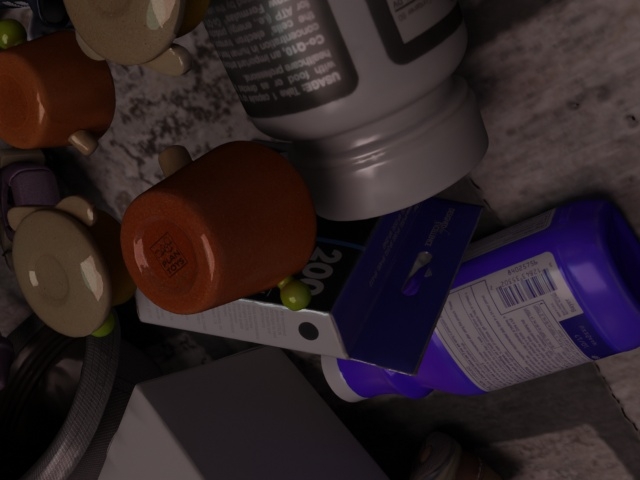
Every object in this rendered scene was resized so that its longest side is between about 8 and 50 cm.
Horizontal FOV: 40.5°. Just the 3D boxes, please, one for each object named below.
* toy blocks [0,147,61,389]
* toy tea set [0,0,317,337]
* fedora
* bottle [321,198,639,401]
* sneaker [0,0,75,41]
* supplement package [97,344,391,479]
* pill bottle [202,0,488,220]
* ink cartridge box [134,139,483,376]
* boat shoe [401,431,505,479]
[{"bbox_3d":[-0.360,0.105,0.755,0.260,0.309,0.288,50,136,39],"label":"toy blocks"},{"bbox_3d":[-0.110,-0.100,0.533,0.200,0.124,0.335,3,109,33],"label":"toy tea set"},{"bbox_3d":[-0.263,0.184,0.920,0.275,0.243,0.124,-32,133,33],"label":"fedora"},{"bbox_3d":[0.125,0.066,0.709,0.283,0.092,0.118,-27,107,36],"label":"bottle"},{"bbox_3d":[-0.222,-0.207,0.650,0.282,0.153,0.099,4,123,23],"label":"sneaker"},{"bbox_3d":[-0.048,0.267,0.789,0.293,0.175,0.177,47,128,28],"label":"supplement package"},{"bbox_3d":[-0.001,-0.166,0.570,0.161,0.161,0.283,-11,116,30],"label":"pill bottle"},{"bbox_3d":[0.000,0.000,0.652,0.208,0.206,0.045,9,128,18],"label":"ink cartridge box"},{"bbox_3d":[0.104,0.335,0.882,0.117,0.123,0.324,24,130,6],"label":"boat shoe"}]
